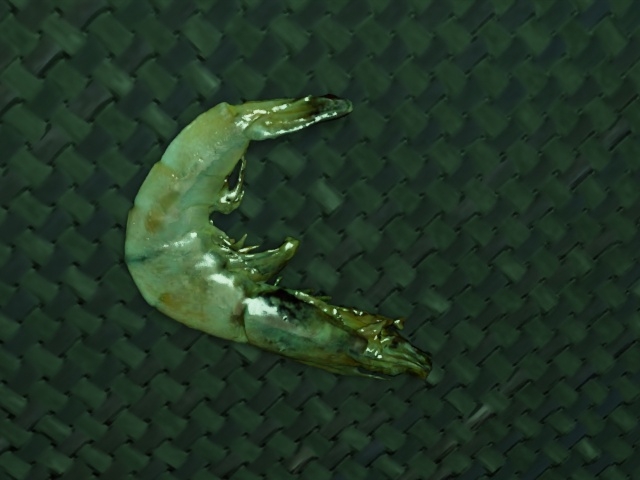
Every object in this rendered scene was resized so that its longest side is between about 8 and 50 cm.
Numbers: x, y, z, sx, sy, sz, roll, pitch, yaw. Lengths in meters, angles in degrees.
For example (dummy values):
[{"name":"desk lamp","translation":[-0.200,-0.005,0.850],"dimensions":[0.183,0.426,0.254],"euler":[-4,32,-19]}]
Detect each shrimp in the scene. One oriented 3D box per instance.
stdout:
[{"name":"shrimp","translation":[-0.001,-0.001,0.500],"dimensions":[0.195,0.035,0.147],"euler":[22,103,-16]}]
